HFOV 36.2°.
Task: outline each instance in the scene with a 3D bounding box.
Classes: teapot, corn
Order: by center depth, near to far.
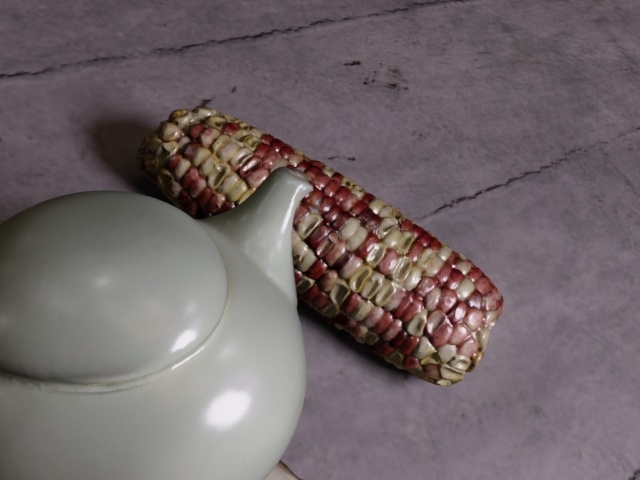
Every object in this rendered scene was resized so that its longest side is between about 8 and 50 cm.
[{"bbox_3d":[-0.163,0.042,0.538,0.318,0.149,0.220,7,38,10],"label":"teapot"},{"bbox_3d":[0.000,0.000,0.710,0.290,0.098,0.098,32,43,2],"label":"corn"}]

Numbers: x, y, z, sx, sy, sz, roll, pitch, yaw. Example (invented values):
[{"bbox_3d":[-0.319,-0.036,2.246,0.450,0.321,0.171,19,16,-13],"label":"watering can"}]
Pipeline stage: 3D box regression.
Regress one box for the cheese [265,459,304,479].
[{"bbox_3d":[0.038,0.228,0.582,0.400,0.034,0.085,36,46,1],"label":"cheese"}]
